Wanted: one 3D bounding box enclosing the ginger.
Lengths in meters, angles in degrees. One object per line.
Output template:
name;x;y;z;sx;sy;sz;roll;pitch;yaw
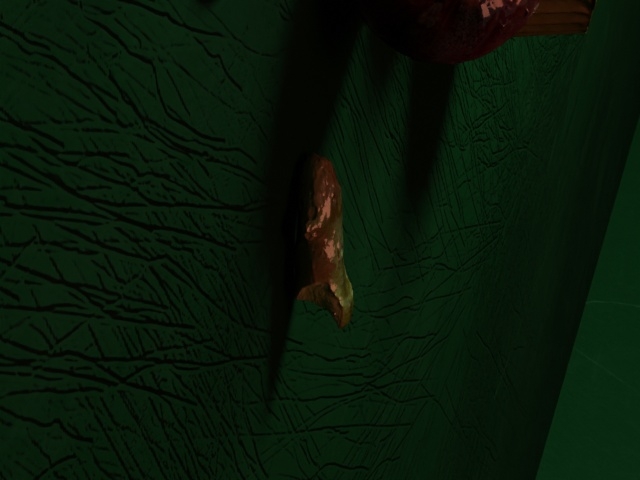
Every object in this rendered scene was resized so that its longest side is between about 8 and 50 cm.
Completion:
ginger;-0.001;0.003;1.281;0.057;0.044;0.137;-25;121;-36

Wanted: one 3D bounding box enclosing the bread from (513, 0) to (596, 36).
bread;0.214;-0.313;1.658;0.240;0.139;0.240;10;90;-85

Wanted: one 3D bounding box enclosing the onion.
onion;0.086;-0.216;1.304;0.195;0.159;0.159;-156;-108;-69
